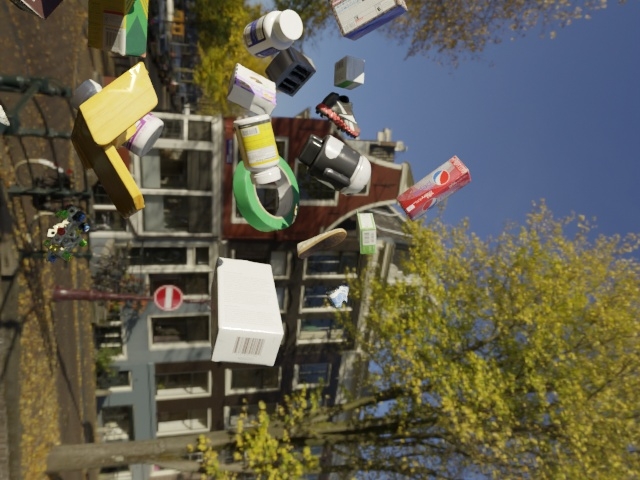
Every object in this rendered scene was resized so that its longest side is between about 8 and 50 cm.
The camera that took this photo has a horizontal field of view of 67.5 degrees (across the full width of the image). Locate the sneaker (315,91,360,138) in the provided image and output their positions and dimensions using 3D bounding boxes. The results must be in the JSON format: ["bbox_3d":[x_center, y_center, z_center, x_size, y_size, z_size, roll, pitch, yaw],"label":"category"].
[{"bbox_3d":[0.101,-0.539,2.051,0.098,0.276,0.135,40,-81,42],"label":"sneaker"}]

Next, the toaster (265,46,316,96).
[{"bbox_3d":[-0.132,-0.736,2.075,0.168,0.186,0.110,-40,-119,27],"label":"toaster"}]

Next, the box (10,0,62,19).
[{"bbox_3d":[-0.701,-0.790,1.279,0.191,0.143,0.381,32,-97,36],"label":"box"}]

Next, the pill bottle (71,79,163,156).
[{"bbox_3d":[-0.768,-0.468,1.814,0.169,0.302,0.169,-53,-168,16],"label":"pill bottle"}]

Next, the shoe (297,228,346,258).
[{"bbox_3d":[0.000,0.000,1.909,0.076,0.219,0.058,47,22,-49],"label":"shoe"}]

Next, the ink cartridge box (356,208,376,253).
[{"bbox_3d":[0.179,-0.040,1.895,0.209,0.062,0.109,-91,179,-65],"label":"ink cartridge box"}]

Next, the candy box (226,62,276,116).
[{"bbox_3d":[-0.251,-0.551,1.763,0.070,0.165,0.196,-53,-153,31],"label":"candy box"}]

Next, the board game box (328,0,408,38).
[{"bbox_3d":[0.145,-0.919,1.728,0.291,0.232,0.141,67,25,-7],"label":"board game box"}]

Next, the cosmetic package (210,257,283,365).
[{"bbox_3d":[-0.294,0.258,1.827,0.453,0.230,0.161,-110,-146,-58],"label":"cosmetic package"}]

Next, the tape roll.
[{"bbox_3d":[-0.213,-0.198,1.943,0.077,0.321,0.321,-12,-105,36],"label":"tape roll"}]

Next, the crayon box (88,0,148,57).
[{"bbox_3d":[-0.607,-0.730,1.435,0.202,0.081,0.318,24,-66,31],"label":"crayon box"}]

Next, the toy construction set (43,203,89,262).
[{"bbox_3d":[-1.097,-0.027,2.053,0.215,0.151,0.328,-53,-169,-31],"label":"toy construction set"}]

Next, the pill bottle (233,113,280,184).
[{"bbox_3d":[-0.200,-0.293,1.547,0.119,0.119,0.208,-134,-150,-70],"label":"pill bottle"}]

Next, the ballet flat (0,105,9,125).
[{"bbox_3d":[-0.852,-0.341,1.240,0.114,0.041,0.041,42,32,-51],"label":"ballet flat"}]

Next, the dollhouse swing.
[{"bbox_3d":[-0.573,-0.288,1.469,0.315,0.305,0.347,-50,-160,-25],"label":"dollhouse swing"}]

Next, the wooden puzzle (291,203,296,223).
[{"bbox_3d":[-0.101,-0.100,1.860,0.049,0.006,0.083,-92,-163,-44],"label":"wooden puzzle"}]

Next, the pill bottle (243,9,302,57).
[{"bbox_3d":[-0.145,-0.637,1.473,0.187,0.112,0.112,6,-84,49],"label":"pill bottle"}]

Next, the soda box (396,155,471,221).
[{"bbox_3d":[0.414,-0.186,1.748,0.083,0.263,0.092,59,8,29],"label":"soda box"}]

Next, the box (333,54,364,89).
[{"bbox_3d":[0.116,-0.681,1.950,0.101,0.087,0.101,-1,-93,62],"label":"box"}]

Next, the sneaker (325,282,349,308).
[{"bbox_3d":[0.080,0.237,2.084,0.081,0.080,0.211,67,21,0],"label":"sneaker"}]

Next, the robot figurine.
[{"bbox_3d":[0.056,-0.285,1.818,0.173,0.278,0.209,-34,-150,63],"label":"robot figurine"}]
